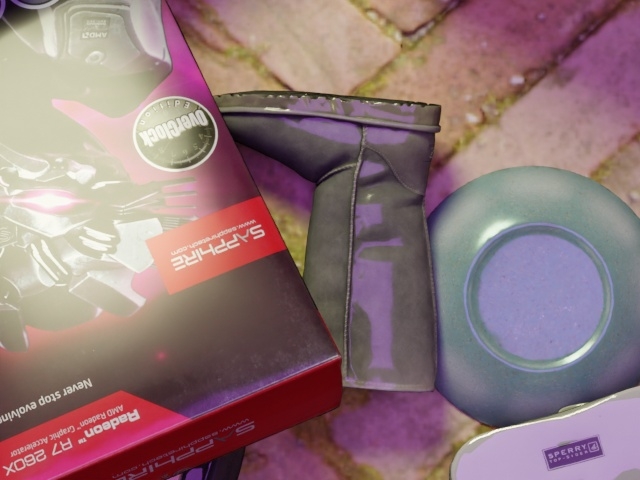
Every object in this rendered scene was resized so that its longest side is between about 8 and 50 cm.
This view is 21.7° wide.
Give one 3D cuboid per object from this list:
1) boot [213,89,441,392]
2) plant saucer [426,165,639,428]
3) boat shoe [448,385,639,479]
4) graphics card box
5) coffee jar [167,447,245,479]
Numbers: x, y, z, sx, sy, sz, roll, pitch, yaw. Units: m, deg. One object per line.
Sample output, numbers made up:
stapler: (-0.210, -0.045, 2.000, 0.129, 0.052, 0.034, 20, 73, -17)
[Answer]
boot: (-0.002, 0.000, 1.188, 0.190, 0.076, 0.208, 7, 99, 15)
plant saucer: (0.155, 0.041, 1.195, 0.195, 0.037, 0.195, 0, 86, 0)
boat shoe: (0.197, 0.144, 1.171, 0.219, 0.070, 0.078, -9, 83, 4)
graphics card box: (-0.163, -0.019, 1.110, 0.233, 0.094, 0.371, -22, 68, -10)
coffee jar: (-0.146, 0.141, 1.170, 0.184, 0.079, 0.096, 17, 80, 2)
